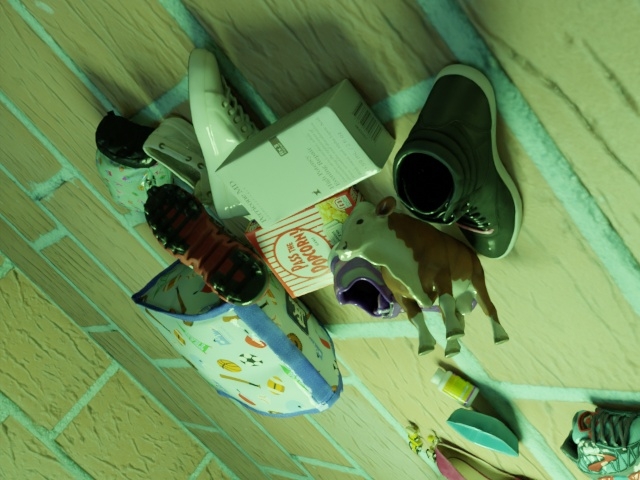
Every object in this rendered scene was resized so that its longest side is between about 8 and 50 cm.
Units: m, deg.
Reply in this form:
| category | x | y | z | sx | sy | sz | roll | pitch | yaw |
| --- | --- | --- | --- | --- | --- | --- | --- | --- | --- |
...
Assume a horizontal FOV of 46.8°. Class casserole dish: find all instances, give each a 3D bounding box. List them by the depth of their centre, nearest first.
| category | x | y | z | sx | sy | sz | roll | pitch | yaw |
| --- | --- | --- | --- | --- | --- | --- | --- | --- | --- |
| casserole dish | 0.307 | 0.356 | 1.377 | 0.114 | 0.037 | 0.188 | 11 | 157 | 36 |

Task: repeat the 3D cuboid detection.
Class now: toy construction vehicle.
| category | x | y | z | sx | sy | sz | roll | pitch | yaw |
| --- | --- | --- | --- | --- | --- | --- | --- | --- | --- |
| toy construction vehicle | 0.233 | 0.452 | 1.657 | 0.086 | 0.035 | 0.098 | 26 | 148 | 45 |

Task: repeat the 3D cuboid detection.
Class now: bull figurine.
| category | x | y | z | sx | sy | sz | roll | pitch | yaw |
| --- | --- | --- | --- | --- | --- | --- | --- | --- | --- |
| bull figurine | 0.141 | 0.050 | 0.956 | 0.101 | 0.310 | 0.188 | -28 | 68 | 29 |

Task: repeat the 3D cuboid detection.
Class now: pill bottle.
| category | x | y | z | sx | sy | sz | roll | pitch | yaw |
| --- | --- | --- | --- | --- | --- | --- | --- | --- | --- |
| pill bottle | 0.246 | 0.269 | 1.360 | 0.083 | 0.043 | 0.043 | 31 | 150 | 15 |

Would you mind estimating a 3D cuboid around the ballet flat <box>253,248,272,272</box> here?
| category | x | y | z | sx | sy | sz | roll | pitch | yaw |
| --- | --- | --- | --- | --- | --- | --- | --- | --- | --- |
| ballet flat | -0.055 | 0.007 | 1.308 | 0.206 | 0.067 | 0.073 | -27 | 85 | 58 |

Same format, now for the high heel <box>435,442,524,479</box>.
| category | x | y | z | sx | sy | sz | roll | pitch | yaw |
| --- | --- | --- | --- | --- | --- | --- | --- | --- | --- |
| high heel | 0.346 | 0.488 | 1.539 | 0.244 | 0.082 | 0.117 | 2 | 125 | 54 |

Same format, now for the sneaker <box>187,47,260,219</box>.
| category | x | y | z | sx | sy | sz | roll | pitch | yaw |
| --- | --- | --- | --- | --- | --- | --- | --- | --- | --- |
| sneaker | -0.126 | -0.168 | 1.150 | 0.123 | 0.105 | 0.290 | -6 | 129 | 4 |

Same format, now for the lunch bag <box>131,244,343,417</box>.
| category | x | y | z | sx | sy | sz | roll | pitch | yaw |
| --- | --- | --- | --- | --- | --- | --- | --- | --- | --- |
| lunch bag | -0.150 | 0.180 | 1.499 | 0.327 | 0.239 | 0.385 | 51 | 160 | -24 |

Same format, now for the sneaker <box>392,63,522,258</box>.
| category | x | y | z | sx | sy | sz | roll | pitch | yaw |
| --- | --- | --- | --- | --- | --- | --- | --- | --- | --- |
| sneaker | 0.162 | -0.050 | 0.896 | 0.105 | 0.147 | 0.295 | 14 | 144 | 35 |

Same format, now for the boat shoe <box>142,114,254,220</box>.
| category | x | y | z | sx | sy | sz | roll | pitch | yaw |
| --- | --- | --- | --- | --- | --- | --- | --- | --- | --- |
| boat shoe | -0.189 | -0.097 | 1.289 | 0.277 | 0.096 | 0.098 | 38 | 151 | 2 |

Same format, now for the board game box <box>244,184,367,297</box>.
| category | x | y | z | sx | sy | sz | roll | pitch | yaw |
| --- | --- | --- | --- | --- | --- | --- | --- | --- | --- |
| board game box | 0.000 | 0.000 | 1.175 | 0.194 | 0.045 | 0.146 | -22 | 119 | 26 |

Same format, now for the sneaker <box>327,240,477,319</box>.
| category | x | y | z | sx | sy | sz | roll | pitch | yaw |
| --- | --- | --- | --- | --- | --- | --- | --- | --- | --- |
| sneaker | 0.120 | 0.079 | 1.113 | 0.237 | 0.104 | 0.095 | 14 | 127 | 0 |

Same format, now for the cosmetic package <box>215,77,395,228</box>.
| category | x | y | z | sx | sy | sz | roll | pitch | yaw |
| --- | --- | --- | --- | --- | --- | --- | --- | --- | --- |
| cosmetic package | -0.024 | -0.114 | 1.023 | 0.231 | 0.085 | 0.117 | -26 | 112 | 38 |

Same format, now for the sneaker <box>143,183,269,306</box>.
| category | x | y | z | sx | sy | sz | roll | pitch | yaw |
| --- | --- | --- | --- | --- | --- | --- | --- | --- | --- |
| sneaker | -0.187 | 0.013 | 1.244 | 0.276 | 0.097 | 0.135 | 41 | 176 | 15 |

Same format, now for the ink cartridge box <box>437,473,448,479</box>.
| category | x | y | z | sx | sy | sz | roll | pitch | yaw |
| --- | --- | --- | --- | --- | --- | --- | --- | --- | --- |
| ink cartridge box | 0.317 | 0.655 | 1.727 | 0.082 | 0.139 | 0.190 | 9 | 139 | 41 |

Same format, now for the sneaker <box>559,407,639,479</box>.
| category | x | y | z | sx | sy | sz | roll | pitch | yaw |
| --- | --- | --- | --- | --- | --- | --- | --- | --- | --- |
| sneaker | 0.444 | 0.310 | 1.128 | 0.125 | 0.104 | 0.261 | 34 | 151 | 13 |

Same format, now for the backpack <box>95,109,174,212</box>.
| category | x | y | z | sx | sy | sz | roll | pitch | yaw |
| --- | --- | --- | --- | --- | --- | --- | --- | --- | --- |
| backpack | -0.349 | -0.139 | 1.400 | 0.152 | 0.115 | 0.182 | 27 | 152 | 16 |
